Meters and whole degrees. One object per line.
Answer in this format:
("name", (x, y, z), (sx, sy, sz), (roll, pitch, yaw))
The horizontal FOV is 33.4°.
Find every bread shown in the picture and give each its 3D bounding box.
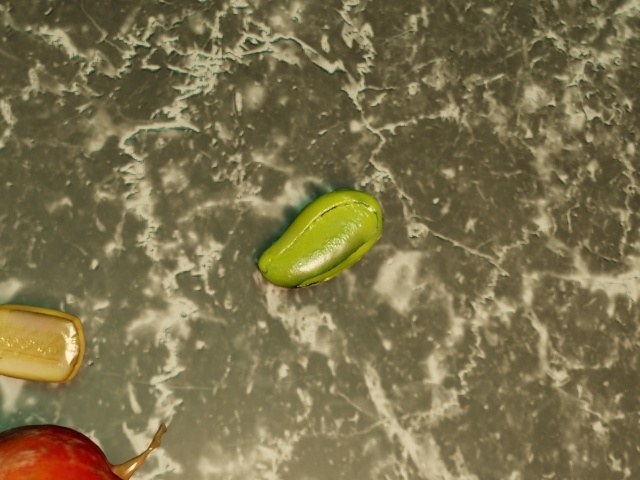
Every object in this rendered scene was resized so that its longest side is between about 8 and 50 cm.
("bread", (-0.311, 0.112, 1.166), (0.115, 0.056, 0.082), (4, 88, 5))

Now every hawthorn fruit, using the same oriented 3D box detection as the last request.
("hawthorn fruit", (-0.249, 0.275, 1.032), (0.242, 0.242, 0.272), (42, 60, 5))

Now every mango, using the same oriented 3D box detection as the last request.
("mango", (0.000, 0.000, 1.272), (0.165, 0.074, 0.091), (-30, 84, -9))
